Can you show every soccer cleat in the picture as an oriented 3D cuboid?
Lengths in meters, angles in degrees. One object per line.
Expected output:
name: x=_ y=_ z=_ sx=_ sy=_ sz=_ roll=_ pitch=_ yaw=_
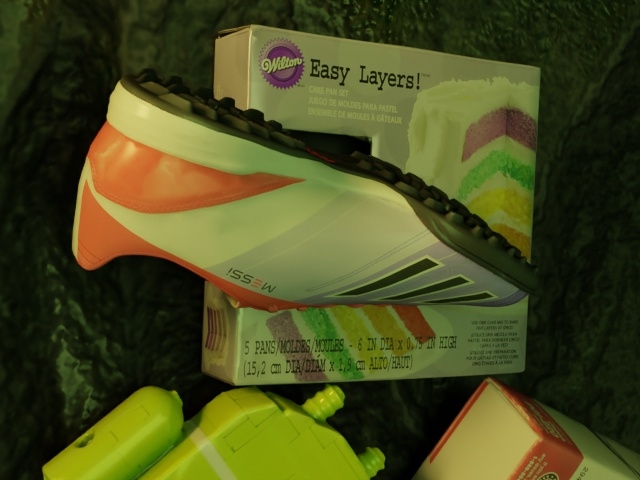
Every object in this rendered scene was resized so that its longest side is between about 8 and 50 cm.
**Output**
soccer cleat: x=0.000 y=0.000 z=0.632 sx=0.318 sy=0.108 sz=0.116 roll=19 pitch=104 yaw=-30

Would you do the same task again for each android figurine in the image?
android figurine: x=-0.073 y=0.210 z=0.678 sx=0.273 sy=0.056 sz=0.248 roll=-40 pitch=112 yaw=-14

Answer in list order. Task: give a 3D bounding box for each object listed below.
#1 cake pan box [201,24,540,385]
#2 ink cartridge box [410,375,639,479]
cake pan box: x=0.038 y=-0.021 z=0.735 sx=0.267 sy=0.070 sz=0.246 roll=3 pitch=89 yaw=-29
ink cartridge box: x=0.183 y=0.228 z=0.794 sx=0.218 sy=0.092 sz=0.158 roll=28 pitch=101 yaw=-30
